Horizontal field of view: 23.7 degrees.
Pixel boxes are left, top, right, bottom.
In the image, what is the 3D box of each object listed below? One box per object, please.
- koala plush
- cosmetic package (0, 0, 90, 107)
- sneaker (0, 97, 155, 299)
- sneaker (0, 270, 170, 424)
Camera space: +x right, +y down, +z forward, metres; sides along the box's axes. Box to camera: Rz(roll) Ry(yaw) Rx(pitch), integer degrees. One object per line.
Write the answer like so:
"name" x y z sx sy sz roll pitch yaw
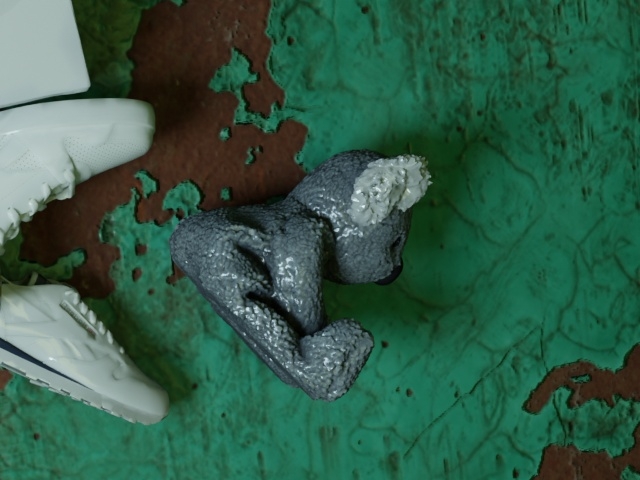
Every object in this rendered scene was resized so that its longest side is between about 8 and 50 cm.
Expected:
"koala plush" 0.000 0.000 1.390 0.221 0.196 0.203 -44 100 -8
"cosmetic package" -0.334 -0.209 1.249 0.225 0.138 0.224 -15 101 -23
"sneaker" -0.268 -0.017 1.290 0.293 0.108 0.169 -13 76 -12
"sneaker" -0.227 0.089 1.362 0.235 0.090 0.094 31 74 -24
